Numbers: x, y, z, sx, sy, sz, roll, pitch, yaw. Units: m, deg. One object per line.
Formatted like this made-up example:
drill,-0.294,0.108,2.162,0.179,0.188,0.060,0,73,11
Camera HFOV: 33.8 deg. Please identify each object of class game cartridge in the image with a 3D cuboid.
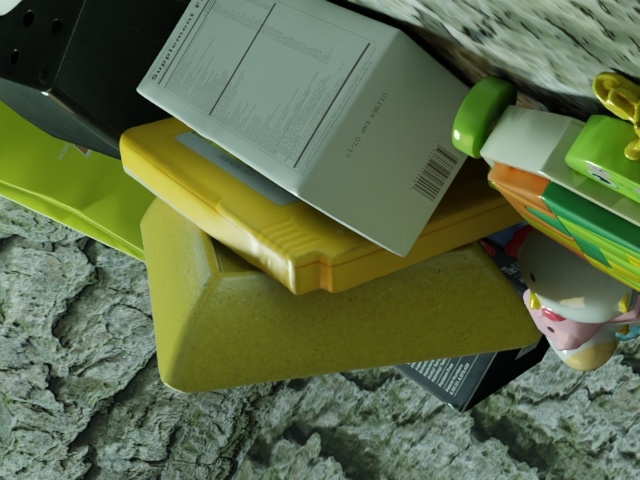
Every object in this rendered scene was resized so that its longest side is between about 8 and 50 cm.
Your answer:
game cartridge,0.009,-0.068,0.992,0.285,0.052,0.324,-20,-148,-31

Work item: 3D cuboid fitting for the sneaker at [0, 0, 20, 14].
sneaker,-0.218,-0.245,0.677,0.150,0.135,0.366,38,170,-23

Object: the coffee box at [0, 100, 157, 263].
coffee box,-0.347,-0.222,1.455,0.338,0.337,0.334,30,-179,-43

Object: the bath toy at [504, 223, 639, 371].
bath toy,0.270,0.053,1.081,0.129,0.151,0.348,15,174,22

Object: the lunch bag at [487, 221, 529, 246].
lunch bag,0.228,-0.033,1.288,0.098,0.065,0.067,29,-162,-10

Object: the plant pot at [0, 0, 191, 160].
plant pot,-0.239,-0.196,1.072,0.187,0.188,0.167,20,178,31

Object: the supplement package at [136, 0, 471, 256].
supplement package,-0.011,-0.113,0.841,0.134,0.139,0.244,29,-176,-45

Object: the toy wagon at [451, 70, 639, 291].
toy wagon,0.208,-0.016,0.671,0.267,0.068,0.344,31,-178,24

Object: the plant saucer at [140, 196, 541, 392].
plant saucer,0.000,0.000,1.004,0.333,0.081,0.332,-6,-151,-10

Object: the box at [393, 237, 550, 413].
box,0.156,0.038,1.398,0.312,0.179,0.343,32,-161,21
